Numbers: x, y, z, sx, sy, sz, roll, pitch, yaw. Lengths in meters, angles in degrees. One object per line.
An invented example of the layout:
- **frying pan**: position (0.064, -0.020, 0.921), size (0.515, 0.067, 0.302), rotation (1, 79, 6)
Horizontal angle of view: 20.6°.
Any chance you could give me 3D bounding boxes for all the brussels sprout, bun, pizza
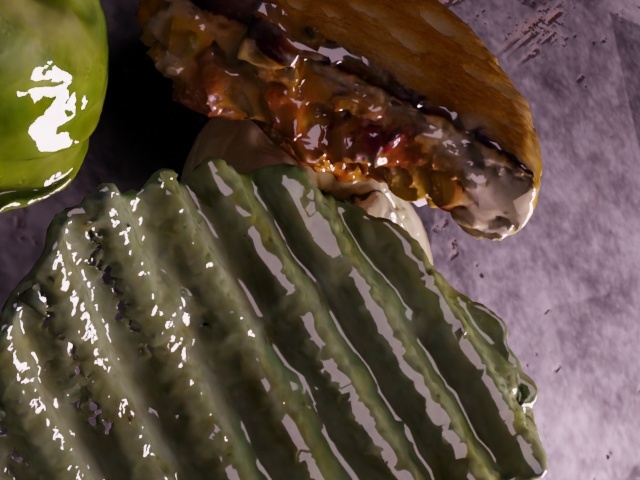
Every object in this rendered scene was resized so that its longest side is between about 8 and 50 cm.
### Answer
- **brussels sprout**: position (-0.269, -0.130, 1.042), size (0.294, 0.259, 0.227), rotation (53, 47, -13)
- **bun**: position (0.000, 0.000, 1.314), size (0.237, 0.116, 0.210), rotation (45, 48, -14)
- **pizza**: position (0.003, -0.136, 1.266), size (0.277, 0.114, 0.409), rotation (-11, 42, -46)

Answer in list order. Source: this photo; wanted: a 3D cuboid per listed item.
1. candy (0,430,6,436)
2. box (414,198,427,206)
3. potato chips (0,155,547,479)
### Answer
- **candy**: position (-0.318, 0.057, 1.020), size (0.292, 0.059, 0.086), rotation (28, 26, -3)
- **box**: position (0.085, -0.103, 1.479), size (0.089, 0.043, 0.125), rotation (41, 50, -20)
- **potato chips**: position (-0.047, 0.128, 1.159), size (0.389, 0.097, 0.373), rotation (37, 72, -17)
